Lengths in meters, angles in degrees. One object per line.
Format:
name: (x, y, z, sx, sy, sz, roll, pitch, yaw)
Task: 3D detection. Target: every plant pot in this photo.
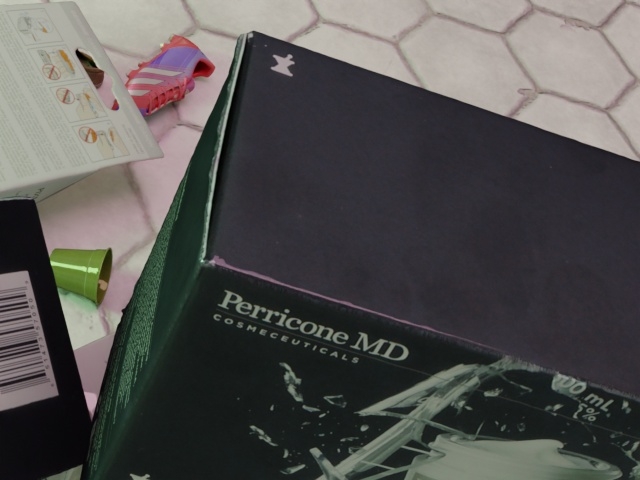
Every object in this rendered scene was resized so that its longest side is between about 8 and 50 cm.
plant pot: (-0.342, 0.043, 1.992, 0.079, 0.083, 0.083, 12, 45, 2)

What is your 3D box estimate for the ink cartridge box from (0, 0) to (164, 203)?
ink cartridge box: (-0.456, -0.193, 2.041, 0.385, 0.091, 0.308, -16, 69, -46)

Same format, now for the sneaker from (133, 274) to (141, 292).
sneaker: (-0.120, 0.145, 1.988, 0.140, 0.125, 0.341, -40, 73, -15)

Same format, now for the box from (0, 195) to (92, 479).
box: (-0.476, 0.146, 1.482, 0.212, 0.395, 0.293, -10, 84, -63)

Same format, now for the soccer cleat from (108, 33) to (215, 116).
soccer cleat: (-0.259, -0.250, 2.291, 0.095, 0.083, 0.248, 33, 42, 1)

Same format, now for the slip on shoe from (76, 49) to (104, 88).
slip on shoe: (-0.408, -0.299, 2.292, 0.135, 0.041, 0.051, 37, 46, 11)

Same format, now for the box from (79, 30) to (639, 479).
box: (0.062, 0.118, 1.361, 0.480, 0.471, 0.297, 17, 47, -11)

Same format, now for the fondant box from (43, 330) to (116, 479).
fondant box: (-0.236, 0.222, 1.688, 0.238, 0.330, 0.096, -24, 67, -38)
